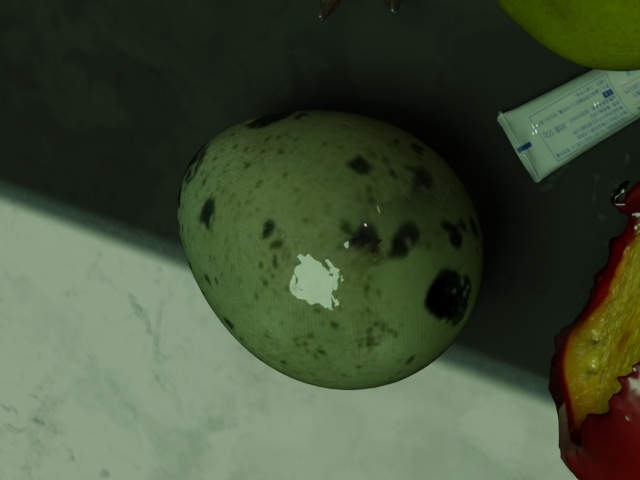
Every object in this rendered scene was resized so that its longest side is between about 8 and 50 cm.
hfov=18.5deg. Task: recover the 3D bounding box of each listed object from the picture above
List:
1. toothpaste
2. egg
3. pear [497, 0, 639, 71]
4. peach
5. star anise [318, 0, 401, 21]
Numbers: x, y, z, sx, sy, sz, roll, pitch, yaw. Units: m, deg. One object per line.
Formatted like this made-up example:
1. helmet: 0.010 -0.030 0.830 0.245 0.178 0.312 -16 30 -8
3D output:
1. toothpaste: 0.194 -0.098 1.194 0.218 0.033 0.052 -30 91 42
2. egg: 0.000 0.000 1.278 0.228 0.177 0.177 27 126 34
3. pear: 0.188 -0.190 1.078 0.216 0.166 0.180 -16 93 11
4. peach: 0.221 0.058 1.154 0.196 0.190 0.226 1 121 44
5. star anise: 0.018 -0.205 1.244 0.141 0.042 0.141 12 117 25
